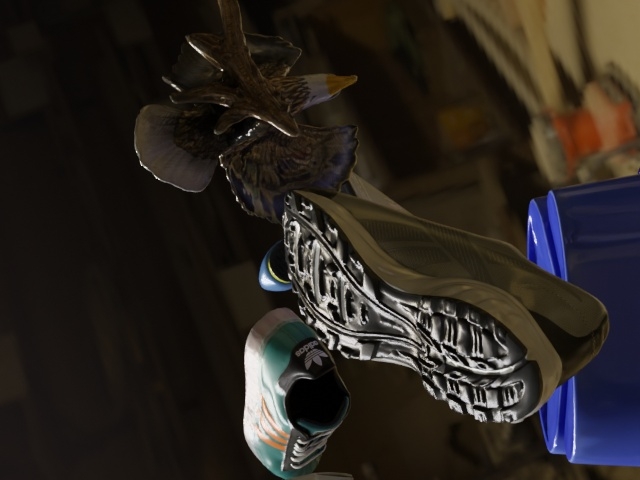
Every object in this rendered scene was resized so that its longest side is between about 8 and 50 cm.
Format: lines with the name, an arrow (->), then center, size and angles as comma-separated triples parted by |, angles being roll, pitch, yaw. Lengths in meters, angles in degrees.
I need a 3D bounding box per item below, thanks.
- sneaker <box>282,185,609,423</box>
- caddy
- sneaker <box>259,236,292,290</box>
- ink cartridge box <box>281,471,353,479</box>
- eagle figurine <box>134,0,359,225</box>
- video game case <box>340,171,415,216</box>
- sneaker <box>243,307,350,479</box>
sneaker -> 0.073, 0.033, 1.022 | 0.271, 0.108, 0.100 | 29, 131, 41
caddy -> 0.321, 0.081, 1.564 | 0.241, 0.179, 0.341 | 108, 158, -87
sneaker -> 0.000, 0.000, 2.072 | 0.069, 0.209, 0.082 | 53, 156, 4
ink cartridge box -> -0.056, 0.252, 1.130 | 0.072, 0.175, 0.127 | 22, -125, -64
eagle figurine -> -0.064, -0.141, 1.662 | 0.298, 0.225, 0.226 | 86, -161, -85
video game case -> 0.136, 0.012, 1.978 | 0.274, 0.026, 0.196 | 34, -166, -22
sneaker -> -0.025, 0.226, 1.950 | 0.121, 0.108, 0.302 | 41, 152, 35
